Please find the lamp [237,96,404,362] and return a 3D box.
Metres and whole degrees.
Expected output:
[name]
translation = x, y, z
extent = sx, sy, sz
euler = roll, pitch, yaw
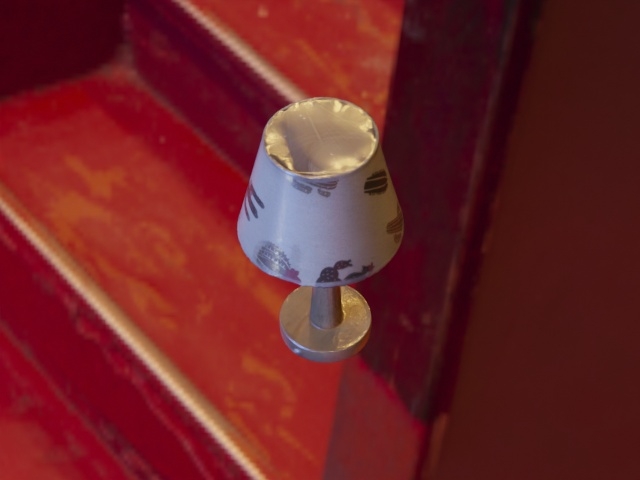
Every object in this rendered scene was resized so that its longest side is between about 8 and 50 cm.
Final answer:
[lamp]
translation = 0.000, 0.000, 1.189
extent = 0.121, 0.214, 0.121
euler = 1, 50, -1
